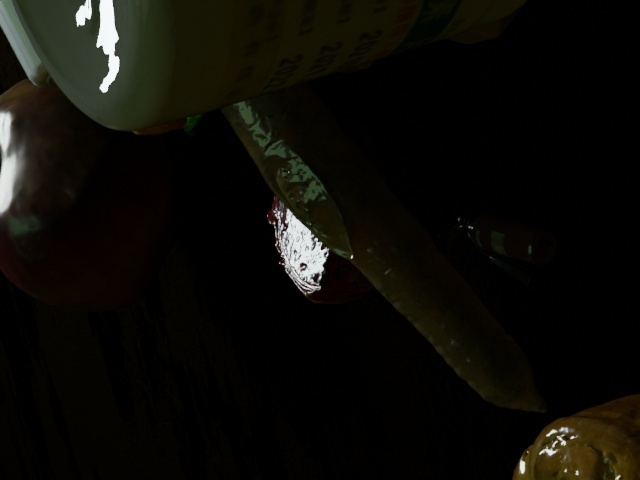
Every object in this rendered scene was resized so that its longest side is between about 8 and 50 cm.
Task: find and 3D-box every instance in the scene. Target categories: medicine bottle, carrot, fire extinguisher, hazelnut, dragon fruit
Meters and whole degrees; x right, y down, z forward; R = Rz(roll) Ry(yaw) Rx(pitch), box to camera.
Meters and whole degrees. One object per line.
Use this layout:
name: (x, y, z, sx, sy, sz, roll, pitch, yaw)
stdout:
medicine bottle: (0.019, -0.196, 0.877, 0.208, 0.340, 0.208, 44, 144, 44)
carrot: (0.038, -0.004, 1.214, 0.342, 0.070, 0.070, 50, 154, -1)
fire extinguisher: (0.126, 0.006, 1.187, 0.046, 0.032, 0.100, 43, 167, -28)
hazelnut: (-0.228, -0.054, 1.670, 0.251, 0.217, 0.217, -123, 27, -47)
dragon fruit: (0.003, 0.001, 1.413, 0.131, 0.063, 0.097, 15, 89, 60)

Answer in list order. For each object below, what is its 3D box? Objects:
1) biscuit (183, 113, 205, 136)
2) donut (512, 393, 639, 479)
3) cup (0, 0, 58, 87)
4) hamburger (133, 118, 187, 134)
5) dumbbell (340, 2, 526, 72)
biscuit: (-0.115, -0.126, 1.579, 0.046, 0.016, 0.089, 66, 155, 9)
donut: (0.203, 0.202, 1.066, 0.226, 0.114, 0.226, 44, 145, 43)
cup: (-0.244, -0.246, 1.526, 0.167, 0.221, 0.202, -30, 84, 46)
hamburger: (-0.145, -0.238, 1.317, 0.314, 0.170, 0.290, 60, 176, -17)
dumbbell: (0.050, -0.163, 1.143, 0.231, 0.082, 0.092, -2, 108, 64)
